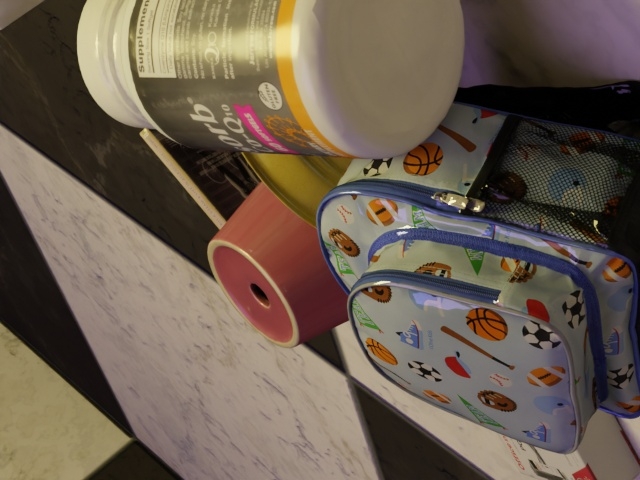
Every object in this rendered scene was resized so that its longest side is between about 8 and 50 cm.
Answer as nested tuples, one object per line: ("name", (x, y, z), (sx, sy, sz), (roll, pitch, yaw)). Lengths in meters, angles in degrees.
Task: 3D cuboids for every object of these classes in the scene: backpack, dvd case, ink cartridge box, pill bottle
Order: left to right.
("dvd case", (-0.077, -0.051, 1.538), (0.221, 0.164, 0.018), (49, 119, 2))
("pill bottle", (-0.045, -0.144, 1.069), (0.278, 0.162, 0.162), (6, 133, 45))
("backpack", (0.129, 0.018, 1.090), (0.263, 0.213, 0.276), (23, 147, 29))
("ink cartridge box", (0.233, 0.191, 1.420), (0.135, 0.056, 0.099), (9, 135, 60))

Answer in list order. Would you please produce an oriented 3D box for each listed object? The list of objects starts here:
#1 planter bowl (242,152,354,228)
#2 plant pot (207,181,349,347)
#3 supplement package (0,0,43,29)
("planter bowl", (0.027, -0.109, 1.233), (0.090, 0.217, 0.217), (-39, 90, 33))
("plant pot", (0.000, 0.000, 1.397), (0.201, 0.180, 0.201), (41, 154, 25))
("supplement package", (-0.342, -0.383, 1.435), (0.263, 0.199, 0.198), (36, 155, 33))
